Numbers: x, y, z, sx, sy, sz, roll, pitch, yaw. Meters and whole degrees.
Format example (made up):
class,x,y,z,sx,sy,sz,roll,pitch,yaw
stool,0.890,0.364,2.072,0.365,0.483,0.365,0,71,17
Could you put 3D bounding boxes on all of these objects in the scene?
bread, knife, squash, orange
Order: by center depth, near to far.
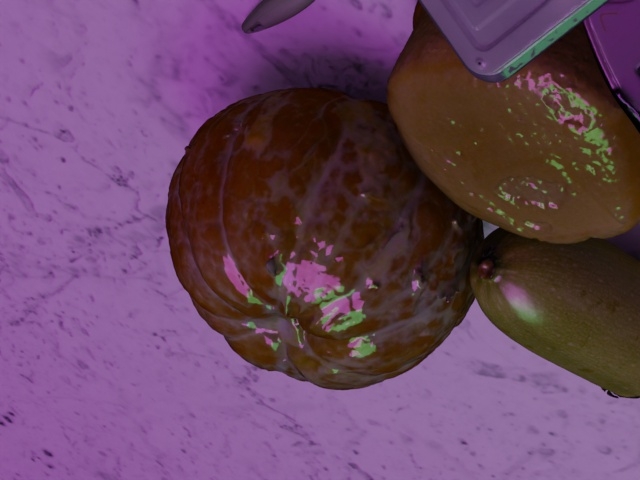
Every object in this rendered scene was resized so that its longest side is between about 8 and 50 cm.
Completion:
class,x,y,z,sx,sy,sz,roll,pitch,yaw
bread,0.186,-0.117,1.342,0.270,0.148,0.270,22,149,14
knife,0.018,-0.240,1.410,0.043,0.020,0.293,43,143,-18
squash,0.239,0.053,1.487,0.247,0.132,0.132,30,151,-35
orange,0.000,0.000,1.540,0.329,0.249,0.329,16,142,13

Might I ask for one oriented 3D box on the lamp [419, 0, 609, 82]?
class,x,y,z,sx,sy,sz,roll,pitch,yaw
lamp,0.135,-0.284,1.130,0.266,0.047,0.269,-37,87,43

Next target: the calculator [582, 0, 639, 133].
class,x,y,z,sx,sy,sz,roll,pitch,yaw
calculator,0.344,-0.115,1.206,0.294,0.194,0.043,49,-176,-9
